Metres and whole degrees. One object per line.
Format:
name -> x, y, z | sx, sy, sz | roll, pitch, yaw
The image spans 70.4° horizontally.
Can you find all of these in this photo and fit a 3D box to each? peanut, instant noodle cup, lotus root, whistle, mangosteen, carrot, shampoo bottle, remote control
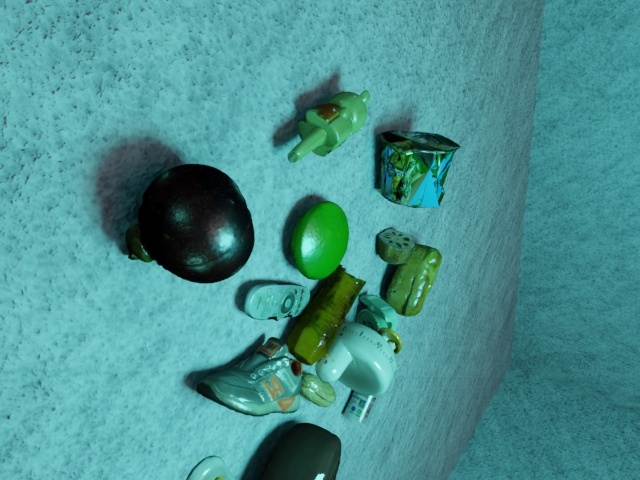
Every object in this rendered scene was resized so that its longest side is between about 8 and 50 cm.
peanut -> -0.013, 0.438, 1.336 | 0.080, 0.080, 0.174 | -59, 137, -18
instant noodle cup -> 0.279, -0.215, 1.356 | 0.240, 0.240, 0.178 | -27, 131, -45
lotus root -> 0.247, 0.024, 1.479 | 0.122, 0.112, 0.081 | -26, 130, -46
whistle -> 0.018, -0.268, 1.070 | 0.106, 0.131, 0.288 | 49, 56, -4
mangosteen -> -0.224, -0.026, 0.782 | 0.216, 0.216, 0.216 | -24, 121, -46
carrot -> 0.020, 0.197, 1.249 | 0.301, 0.114, 0.114 | -56, 140, -28
shampoo bottle -> 0.185, 0.489, 1.598 | 0.092, 0.092, 0.303 | 46, 66, -50
remote control -> -0.105, 0.150, 1.129 | 0.256, 0.045, 0.097 | 16, 92, -57

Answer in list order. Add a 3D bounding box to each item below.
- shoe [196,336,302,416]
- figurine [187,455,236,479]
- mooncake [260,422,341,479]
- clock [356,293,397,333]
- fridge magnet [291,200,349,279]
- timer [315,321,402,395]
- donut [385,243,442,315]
shoe -> -0.139, 0.315, 1.087 | 0.336, 0.132, 0.170 | 31, 73, -55
figurine -> -0.230, 0.654, 1.079 | 0.167, 0.141, 0.249 | -31, 127, -41
mooncake -> -0.059, 0.698, 1.262 | 0.333, 0.174, 0.325 | 88, 27, -43
clock -> 0.174, 0.279, 1.459 | 0.060, 0.148, 0.188 | -6, 113, -32
fridge magnet -> 0.000, 0.000, 1.169 | 0.208, 0.088, 0.207 | -24, 121, -47
timer -> 0.097, 0.357, 1.313 | 0.240, 0.234, 0.233 | -47, 136, -37
donut -> 0.327, 0.139, 1.588 | 0.261, 0.128, 0.208 | -64, 160, -6
